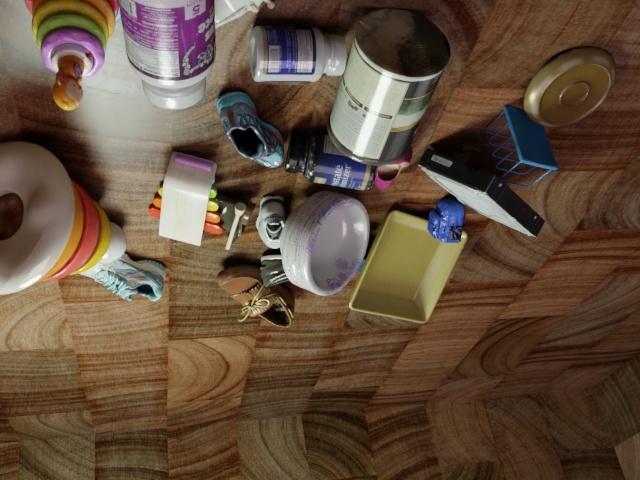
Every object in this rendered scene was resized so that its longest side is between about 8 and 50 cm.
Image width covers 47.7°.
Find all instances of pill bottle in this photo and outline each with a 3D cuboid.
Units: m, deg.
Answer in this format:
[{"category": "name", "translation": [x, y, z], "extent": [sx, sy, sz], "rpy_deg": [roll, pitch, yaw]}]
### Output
[{"category": "pill bottle", "translation": [-0.047, -0.384, 1.494], "extent": [0.187, 0.112, 0.112], "rpy_deg": [-2, 148, -14]}, {"category": "pill bottle", "translation": [0.027, -0.198, 1.792], "extent": [0.219, 0.123, 0.123], "rpy_deg": [8, 146, -6]}, {"category": "pill bottle", "translation": [-0.276, -0.389, 1.324], "extent": [0.169, 0.169, 0.301], "rpy_deg": [-4, 148, -10]}]

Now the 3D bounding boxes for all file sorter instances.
[{"category": "file sorter", "translation": [0.505, -0.237, 1.846], "extent": [0.118, 0.170, 0.104], "rpy_deg": [9, 148, -28]}]

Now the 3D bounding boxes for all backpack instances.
[{"category": "backpack", "translation": [0.374, -0.062, 2.138], "extent": [0.101, 0.098, 0.120], "rpy_deg": [0, 116, -17]}]

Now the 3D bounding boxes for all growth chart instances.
[{"category": "growth chart", "translation": [-0.227, -0.466, 1.392], "extent": [0.237, 0.021, 0.172], "rpy_deg": [-18, 148, 13]}]

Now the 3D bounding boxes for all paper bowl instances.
[{"category": "paper bowl", "translation": [0.000, 0.000, 2.018], "extent": [0.148, 0.284, 0.284], "rpy_deg": [20, 167, 36]}]

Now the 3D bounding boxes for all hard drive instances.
[{"category": "hard drive", "translation": [0.439, -0.124, 1.959], "extent": [0.339, 0.237, 0.064], "rpy_deg": [27, 93, -48]}]

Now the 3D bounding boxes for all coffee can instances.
[{"category": "coffee can", "translation": [0.139, -0.324, 1.558], "extent": [0.201, 0.201, 0.275], "rpy_deg": [-2, 148, -14]}]

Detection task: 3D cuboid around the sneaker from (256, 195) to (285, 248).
[{"category": "sneaker", "translation": [-0.137, -0.030, 2.064], "extent": [0.090, 0.095, 0.235], "rpy_deg": [-10, 150, -4]}]

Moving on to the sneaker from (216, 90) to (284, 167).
[{"category": "sneaker", "translation": [-0.164, -0.228, 1.699], "extent": [0.104, 0.125, 0.262], "rpy_deg": [-20, 147, 17]}]

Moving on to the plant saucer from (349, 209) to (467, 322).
[{"category": "plant saucer", "translation": [0.260, 0.076, 2.253], "extent": [0.333, 0.081, 0.333], "rpy_deg": [14, 105, -34]}]

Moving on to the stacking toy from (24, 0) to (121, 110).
[{"category": "stacking toy", "translation": [-0.433, -0.347, 1.255], "extent": [0.166, 0.302, 0.175], "rpy_deg": [-13, 148, 5]}]

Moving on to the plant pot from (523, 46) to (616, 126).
[{"category": "plant pot", "translation": [0.614, -0.363, 1.765], "extent": [0.236, 0.032, 0.236], "rpy_deg": [-11, 141, -9]}]

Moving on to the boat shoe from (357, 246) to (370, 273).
[{"category": "boat shoe", "translation": [0.178, 0.083, 2.338], "extent": [0.109, 0.089, 0.258], "rpy_deg": [-5, 147, 20]}]

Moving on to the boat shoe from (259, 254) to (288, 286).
[{"category": "boat shoe", "translation": [-0.024, 0.086, 2.222], "extent": [0.335, 0.095, 0.112], "rpy_deg": [-6, 170, 16]}]

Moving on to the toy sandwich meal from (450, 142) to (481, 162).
[{"category": "toy sandwich meal", "translation": [0.393, -0.232, 1.952], "extent": [0.085, 0.029, 0.085], "rpy_deg": [-8, 149, -5]}]

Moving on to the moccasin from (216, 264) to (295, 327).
[{"category": "moccasin", "translation": [-0.205, 0.190, 2.348], "extent": [0.139, 0.147, 0.380], "rpy_deg": [-20, 148, 15]}]

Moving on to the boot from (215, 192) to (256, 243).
[{"category": "boot", "translation": [-0.254, -0.066, 2.016], "extent": [0.106, 0.082, 0.219], "rpy_deg": [24, 150, -8]}]

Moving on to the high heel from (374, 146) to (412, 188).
[{"category": "high heel", "translation": [0.190, -0.181, 1.889], "extent": [0.082, 0.117, 0.244], "rpy_deg": [-1, 148, -15]}]

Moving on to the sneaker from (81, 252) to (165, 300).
[{"category": "sneaker", "translation": [-0.583, 0.108, 2.126], "extent": [0.283, 0.122, 0.110], "rpy_deg": [13, 141, -34]}]

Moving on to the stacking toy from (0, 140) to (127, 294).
[{"category": "stacking toy", "translation": [-0.648, -0.017, 1.800], "extent": [0.350, 0.350, 0.480], "rpy_deg": [-18, 164, 13]}]

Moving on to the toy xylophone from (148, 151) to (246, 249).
[{"category": "toy xylophone", "translation": [-0.321, -0.082, 1.885], "extent": [0.236, 0.081, 0.322], "rpy_deg": [20, 143, -12]}]
